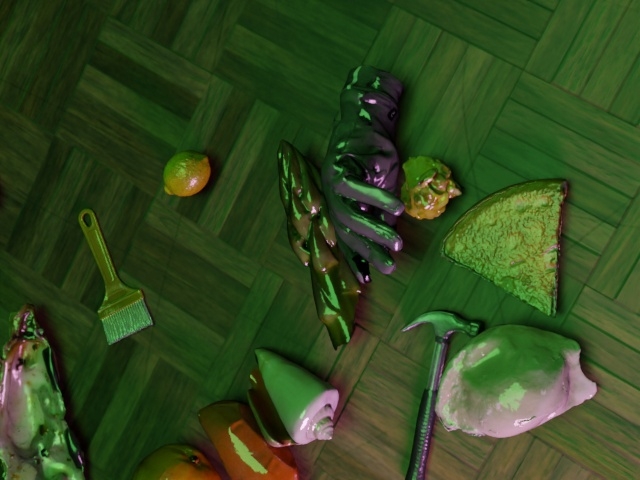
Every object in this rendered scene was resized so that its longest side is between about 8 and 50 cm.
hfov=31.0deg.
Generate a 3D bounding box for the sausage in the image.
[{"bbox_3d":[-0.094,0.287,1.576,0.089,0.089,0.179,-43,80,18],"label":"sausage"}]

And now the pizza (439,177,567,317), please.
[{"bbox_3d":[0.260,0.011,1.446,0.185,0.036,0.176,-41,77,16],"label":"pizza"}]

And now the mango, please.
[{"bbox_3d":[-0.196,0.392,1.612,0.145,0.112,0.219,1,104,25],"label":"mango"}]

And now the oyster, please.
[{"bbox_3d":[-0.423,0.266,1.731,0.129,0.078,0.344,-8,85,2],"label":"oyster"}]

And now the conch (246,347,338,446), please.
[{"bbox_3d":[-0.046,0.213,1.550,0.176,0.094,0.104,34,123,22],"label":"conch"}]

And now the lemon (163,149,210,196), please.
[{"bbox_3d":[-0.190,-0.093,1.625,0.083,0.062,0.062,-40,76,17],"label":"lemon"}]

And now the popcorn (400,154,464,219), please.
[{"bbox_3d":[0.148,-0.069,1.487,0.084,0.084,0.084,0,91,23],"label":"popcorn"}]

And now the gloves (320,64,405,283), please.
[{"bbox_3d":[0.062,-0.083,1.485,0.119,0.142,0.285,-12,68,26],"label":"gloves"}]

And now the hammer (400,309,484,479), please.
[{"bbox_3d":[0.137,0.210,1.506,0.103,0.029,0.246,15,98,22],"label":"hammer"}]

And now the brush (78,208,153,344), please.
[{"bbox_3d":[-0.316,0.046,1.710,0.083,0.011,0.205,-27,79,22],"label":"brush"}]

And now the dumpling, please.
[{"bbox_3d":[0.236,0.169,1.420,0.199,0.118,0.136,-9,89,2],"label":"dumpling"}]

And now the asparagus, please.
[{"bbox_3d":[0.000,0.000,1.539,0.080,0.080,0.287,-21,90,22],"label":"asparagus"}]
